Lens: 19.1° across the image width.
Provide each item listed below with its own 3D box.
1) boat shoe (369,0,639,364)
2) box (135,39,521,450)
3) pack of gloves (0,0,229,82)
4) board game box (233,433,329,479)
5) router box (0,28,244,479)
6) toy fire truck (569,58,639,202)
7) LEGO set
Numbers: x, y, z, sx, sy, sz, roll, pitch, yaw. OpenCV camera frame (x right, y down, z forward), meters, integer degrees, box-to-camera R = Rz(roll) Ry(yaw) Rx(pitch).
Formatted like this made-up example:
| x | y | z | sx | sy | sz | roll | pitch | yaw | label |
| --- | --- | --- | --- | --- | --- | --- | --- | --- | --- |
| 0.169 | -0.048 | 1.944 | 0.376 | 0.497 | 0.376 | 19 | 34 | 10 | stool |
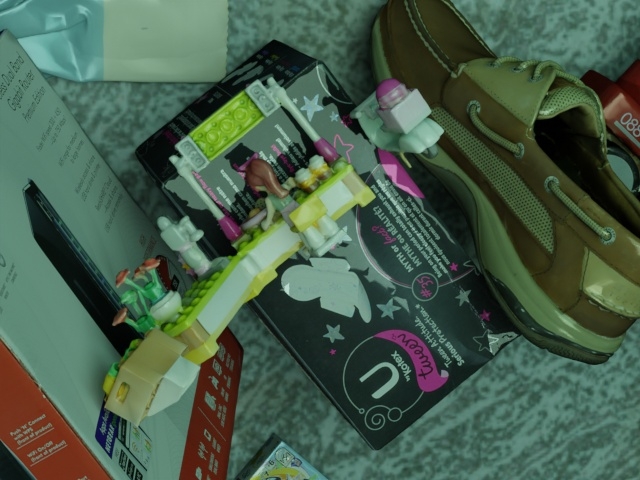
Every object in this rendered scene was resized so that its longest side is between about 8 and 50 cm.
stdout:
| x | y | z | sx | sy | sz | roll | pitch | yaw | label |
| --- | --- | --- | --- | --- | --- | --- | --- | --- | --- |
| 0.148 | -0.066 | 1.329 | 0.123 | 0.324 | 0.120 | 8 | 133 | -45 | boat shoe |
| 0.000 | 0.000 | 1.359 | 0.142 | 0.163 | 0.247 | -38 | 106 | -3 | box |
| -0.182 | -0.204 | 1.350 | 0.232 | 0.046 | 0.195 | -5 | 114 | -17 | pack of gloves |
| -0.045 | 0.239 | 1.450 | 0.103 | 0.026 | 0.154 | 41 | 85 | -18 | board game box |
| -0.174 | 0.051 | 1.219 | 0.082 | 0.335 | 0.301 | -30 | 109 | 14 | router box |
| 0.307 | -0.088 | 1.460 | 0.217 | 0.158 | 0.246 | 41 | 96 | -17 | toy fire truck |
| -0.062 | -0.011 | 1.190 | 0.287 | 0.132 | 0.107 | -43 | 101 | -24 | LEGO set |
